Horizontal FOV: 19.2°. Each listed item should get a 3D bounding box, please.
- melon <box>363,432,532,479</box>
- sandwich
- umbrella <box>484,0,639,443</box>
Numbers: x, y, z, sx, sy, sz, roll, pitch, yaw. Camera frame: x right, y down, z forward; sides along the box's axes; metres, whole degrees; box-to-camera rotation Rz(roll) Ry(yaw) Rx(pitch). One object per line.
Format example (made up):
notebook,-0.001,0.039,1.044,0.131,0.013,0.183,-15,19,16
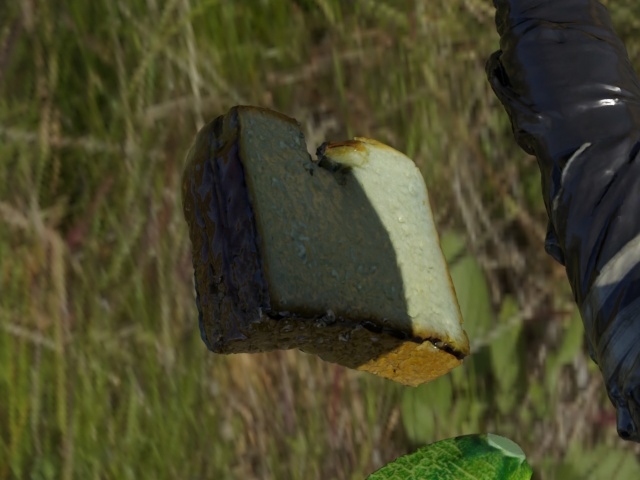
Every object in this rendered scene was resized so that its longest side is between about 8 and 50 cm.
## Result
melon,0.075,0.309,1.766,0.196,0.124,0.323,34,86,21
sandwich,-0.001,0.001,1.808,0.095,0.273,0.249,-34,56,40
umbrella,0.179,-0.044,1.164,0.113,0.106,0.357,-25,62,14
